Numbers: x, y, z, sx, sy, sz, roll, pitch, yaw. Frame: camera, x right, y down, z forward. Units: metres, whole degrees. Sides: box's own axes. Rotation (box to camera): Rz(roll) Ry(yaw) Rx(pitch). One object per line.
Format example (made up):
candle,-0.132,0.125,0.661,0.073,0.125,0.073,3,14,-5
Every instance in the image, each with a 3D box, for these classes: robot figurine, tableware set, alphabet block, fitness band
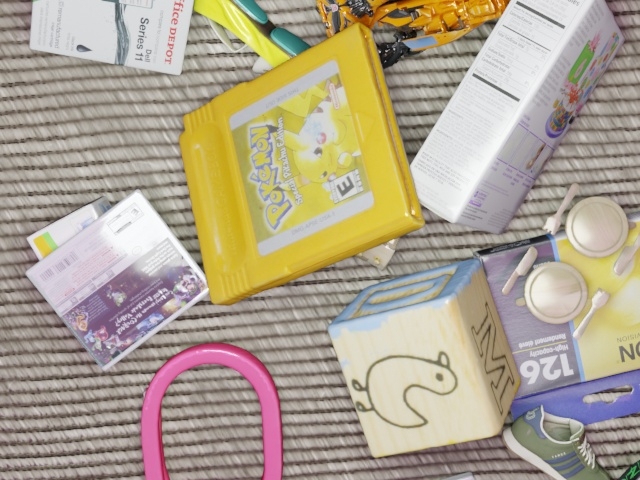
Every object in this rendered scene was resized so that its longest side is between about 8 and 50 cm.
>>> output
robot figurine,0.103,-0.338,1.320,0.291,0.085,0.211,-7,110,38
tableware set,0.359,0.029,1.404,0.128,0.039,0.194,33,92,8
alphabet block,0.148,0.159,1.383,0.192,0.193,0.197,-17,99,26
fitness band,-0.161,0.296,1.496,0.209,0.054,0.290,-3,100,0

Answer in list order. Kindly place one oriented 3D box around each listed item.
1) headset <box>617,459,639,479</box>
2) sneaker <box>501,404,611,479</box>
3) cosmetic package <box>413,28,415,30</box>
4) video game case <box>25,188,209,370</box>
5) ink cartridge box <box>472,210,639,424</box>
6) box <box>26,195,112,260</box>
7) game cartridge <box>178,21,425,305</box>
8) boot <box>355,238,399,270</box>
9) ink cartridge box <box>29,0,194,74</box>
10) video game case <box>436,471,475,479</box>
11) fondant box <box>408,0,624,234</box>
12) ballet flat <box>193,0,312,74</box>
headset,0.597,0.485,1.462,0.243,0.185,0.394,-44,98,6
sneaker,0.369,0.308,1.475,0.192,0.064,0.086,30,119,-12
cosmetic package,0.165,-0.331,1.408,0.115,0.041,0.060,-11,98,1
video game case,-0.272,0.054,1.361,0.190,0.022,0.173,-37,99,-4
ink cartridge box,0.407,0.129,1.468,0.304,0.072,0.307,-15,97,2
box,-0.312,0.052,1.427,0.103,0.114,0.203,-28,99,3
game cartridge,-0.041,-0.095,1.324,0.324,0.053,0.285,-23,71,27
boot,0.000,0.000,1.435,0.203,0.095,0.262,32,95,-6
ink cartridge box,-0.275,-0.321,1.343,0.208,0.087,0.153,8,125,-11
video game case,0.122,0.488,1.540,0.285,0.025,0.204,-15,98,2
fondant box,0.261,-0.174,1.323,0.096,0.238,0.330,36,101,22
ballet flat,-0.086,-0.282,1.407,0.231,0.077,0.077,41,117,-3
